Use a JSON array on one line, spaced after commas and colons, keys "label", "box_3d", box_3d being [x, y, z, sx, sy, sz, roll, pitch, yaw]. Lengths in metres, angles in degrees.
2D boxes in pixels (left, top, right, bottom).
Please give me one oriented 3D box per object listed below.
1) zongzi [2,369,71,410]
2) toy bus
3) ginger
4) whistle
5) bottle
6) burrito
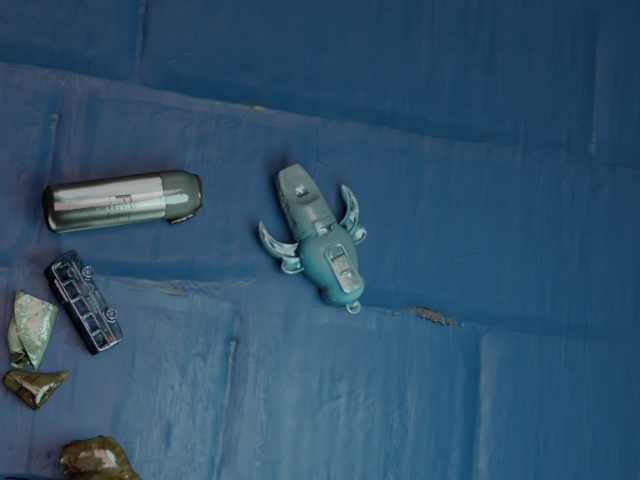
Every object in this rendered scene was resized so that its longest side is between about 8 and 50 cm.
[{"label": "zongzi", "box_3d": [-0.442, 0.211, 1.840, 0.076, 0.040, 0.083, 43, 67, -8]}, {"label": "toy bus", "box_3d": [-0.373, 0.098, 1.870, 0.065, 0.047, 0.166, -32, 93, -35]}, {"label": "ginger", "box_3d": [-0.302, 0.475, 1.777, 0.256, 0.176, 0.375, -24, 88, -16]}, {"label": "whistle", "box_3d": [0.000, 0.000, 2.001, 0.186, 0.093, 0.274, -24, 87, -20]}, {"label": "bottle", "box_3d": [-0.316, -0.059, 1.909, 0.253, 0.079, 0.096, -9, 122, -20]}, {"label": "burrito", "box_3d": [-0.456, 0.141, 1.843, 0.074, 0.044, 0.118, 22, 73, -23]}]
